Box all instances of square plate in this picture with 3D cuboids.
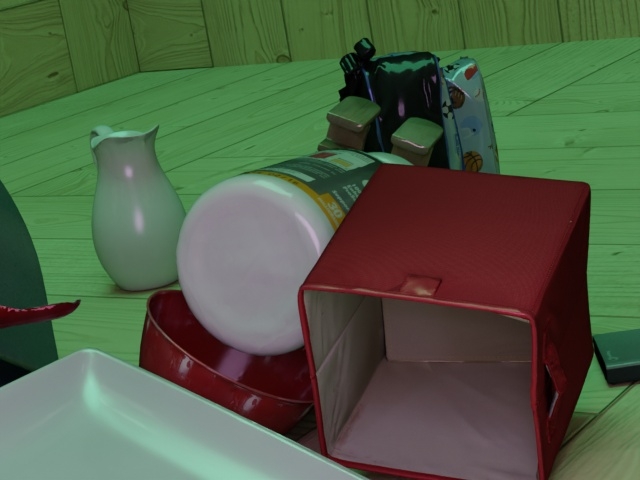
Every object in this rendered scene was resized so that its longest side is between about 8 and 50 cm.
[{"bbox_3d":[-0.170,0.211,1.163,0.344,0.049,0.347,22,31,31],"label":"square plate"}]

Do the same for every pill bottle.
[{"bbox_3d":[0.000,0.000,1.466,0.162,0.162,0.278,-2,10,28],"label":"pill bottle"}]

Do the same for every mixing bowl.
[{"bbox_3d":[-0.093,0.132,1.420,0.181,0.098,0.181,26,14,-7],"label":"mixing bowl"}]

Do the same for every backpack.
[{"bbox_3d":[0.120,-0.134,2.097,0.213,0.276,0.263,-7,7,-11],"label":"backpack"}]

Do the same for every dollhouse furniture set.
[{"bbox_3d":[0.102,-0.033,1.800,0.242,0.212,0.161,21,23,10],"label":"dollhouse furniture set"}]

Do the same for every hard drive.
[{"bbox_3d":[0.327,0.102,1.478,0.135,0.022,0.094,-9,14,4],"label":"hard drive"}]

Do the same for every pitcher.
[{"bbox_3d":[-0.250,-0.049,2.079,0.125,0.207,0.178,-15,15,-22],"label":"pitcher"}]

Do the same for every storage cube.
[{"bbox_3d":[0.109,0.066,1.292,0.215,0.184,0.193,7,36,22],"label":"storage cube"}]

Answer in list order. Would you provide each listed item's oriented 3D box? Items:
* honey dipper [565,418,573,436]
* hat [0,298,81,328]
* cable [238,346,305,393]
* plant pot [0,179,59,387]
[{"bbox_3d":[0.156,0.148,1.398,0.030,0.030,0.160,-19,15,-33],"label":"honey dipper"},{"bbox_3d":[-0.372,0.121,1.472,0.208,0.183,0.173,-27,43,42],"label":"hat"},{"bbox_3d":[-0.072,0.129,1.564,0.184,0.047,0.150,-32,25,-24],"label":"cable"},{"bbox_3d":[-0.429,0.025,1.653,0.247,0.252,0.247,-8,-13,7],"label":"plant pot"}]
